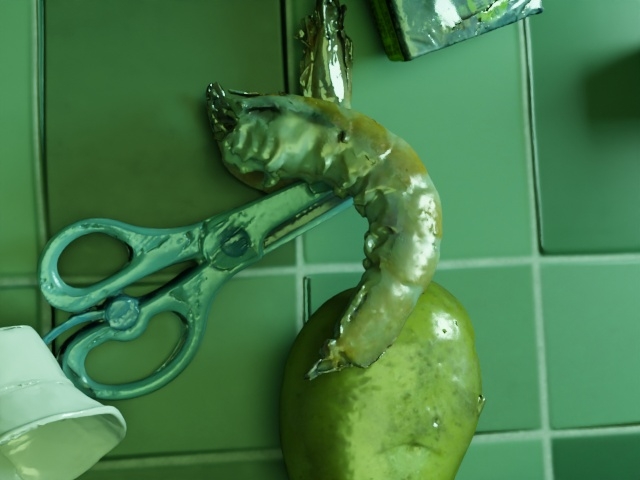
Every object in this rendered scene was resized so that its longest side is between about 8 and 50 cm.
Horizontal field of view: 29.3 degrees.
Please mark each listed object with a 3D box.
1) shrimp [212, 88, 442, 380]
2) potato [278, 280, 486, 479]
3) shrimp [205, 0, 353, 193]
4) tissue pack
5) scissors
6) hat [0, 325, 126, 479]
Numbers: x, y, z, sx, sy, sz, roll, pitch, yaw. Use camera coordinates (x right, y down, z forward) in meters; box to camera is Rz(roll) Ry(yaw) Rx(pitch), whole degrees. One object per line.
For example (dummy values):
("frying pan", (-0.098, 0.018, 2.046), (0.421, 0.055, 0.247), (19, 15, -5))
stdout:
("shrimp", (0.024, -0.020, 1.130), (0.185, 0.068, 0.287), (-14, 72, -16))
("potato", (0.057, 0.153, 1.159), (0.197, 0.148, 0.228), (-8, 84, 0))
("shrimp", (-0.038, -0.154, 1.208), (0.152, 0.046, 0.219), (5, 95, -15))
("tissue pack", (0.114, -0.313, 1.220), (0.173, 0.073, 0.236), (-20, 101, -19))
("scissors", (-0.093, 0.013, 1.179), (0.393, 0.032, 0.180), (-27, 103, -9))
("hat", (-0.281, 0.153, 1.088), (0.203, 0.203, 0.126), (-26, 71, -12))
